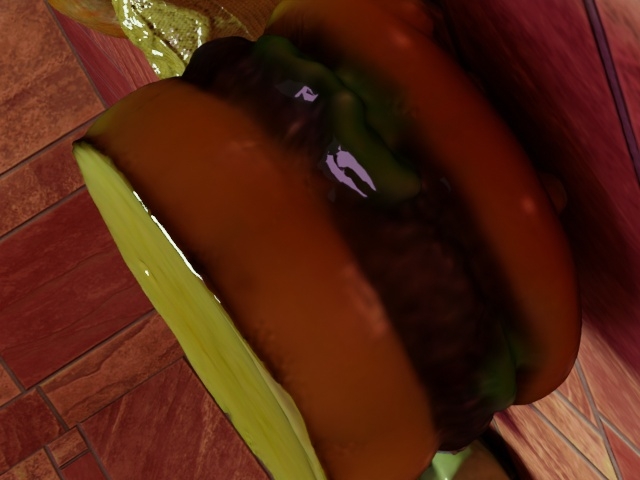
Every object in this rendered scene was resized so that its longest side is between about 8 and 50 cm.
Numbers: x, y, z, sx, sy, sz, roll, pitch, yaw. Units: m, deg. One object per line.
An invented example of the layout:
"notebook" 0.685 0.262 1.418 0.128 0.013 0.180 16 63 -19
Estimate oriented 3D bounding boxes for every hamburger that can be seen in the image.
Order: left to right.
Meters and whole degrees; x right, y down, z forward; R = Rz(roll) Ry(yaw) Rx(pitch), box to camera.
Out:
"hamburger" 0.019 0.002 1.196 0.395 0.277 0.395 54 168 17

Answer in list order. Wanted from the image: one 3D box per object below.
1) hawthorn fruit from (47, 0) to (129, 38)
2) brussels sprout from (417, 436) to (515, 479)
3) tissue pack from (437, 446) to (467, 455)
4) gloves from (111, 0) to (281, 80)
"hawthorn fruit" -0.217 -0.309 1.779 0.199 0.199 0.251 50 -179 39
"brussels sprout" 0.130 0.340 1.961 0.328 0.247 0.328 39 164 13
"tissue pack" 0.011 0.137 1.866 0.361 0.259 0.122 -145 68 -67
"gloves" -0.129 -0.248 1.545 0.356 0.155 0.203 56 176 -16
